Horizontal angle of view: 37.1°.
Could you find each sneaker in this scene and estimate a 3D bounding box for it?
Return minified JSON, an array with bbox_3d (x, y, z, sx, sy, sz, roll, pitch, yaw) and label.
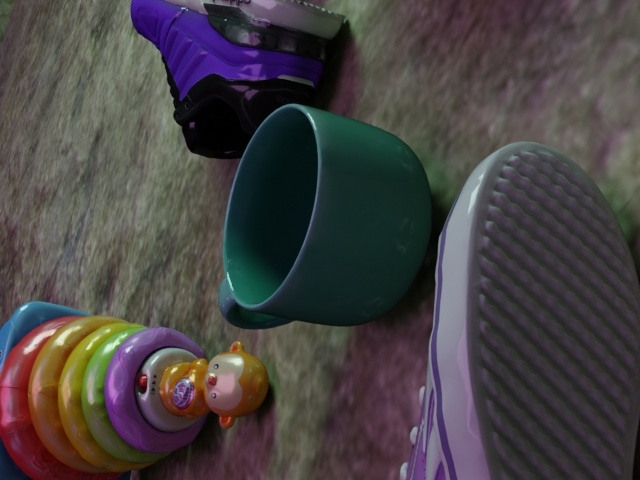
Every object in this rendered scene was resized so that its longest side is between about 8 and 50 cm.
[{"bbox_3d":[-0.100,-0.148,0.836,0.293,0.102,0.146,25,105,54],"label":"sneaker"},{"bbox_3d":[0.063,0.102,0.448,0.161,0.102,0.282,-25,57,60],"label":"sneaker"}]

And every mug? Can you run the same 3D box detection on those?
[{"bbox_3d":[0.003,-0.009,0.608,0.158,0.097,0.129,-17,65,60],"label":"mug"}]

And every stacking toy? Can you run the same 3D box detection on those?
[{"bbox_3d":[-0.153,0.133,0.821,0.302,0.166,0.175,-12,63,44],"label":"stacking toy"}]
